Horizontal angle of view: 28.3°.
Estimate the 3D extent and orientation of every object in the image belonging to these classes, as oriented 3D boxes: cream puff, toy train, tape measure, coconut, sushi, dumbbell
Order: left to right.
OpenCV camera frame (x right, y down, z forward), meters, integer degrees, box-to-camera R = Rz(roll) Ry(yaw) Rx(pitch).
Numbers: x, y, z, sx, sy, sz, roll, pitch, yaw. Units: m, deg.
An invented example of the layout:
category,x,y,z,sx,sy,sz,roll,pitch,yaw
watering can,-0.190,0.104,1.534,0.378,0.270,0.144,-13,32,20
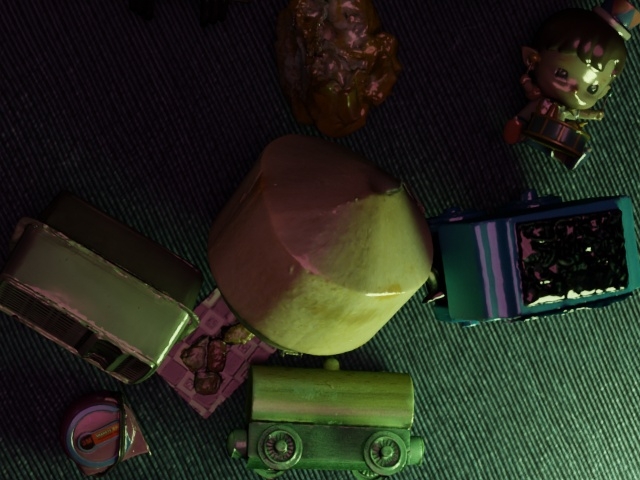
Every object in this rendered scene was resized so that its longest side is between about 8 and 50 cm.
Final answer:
category,x,y,z,sx,sy,sz,roll,pitch,yaw
tape measure,-0.329,0.290,1.905,0.118,0.074,0.125,-22,103,-12
dumbbell,-0.205,-0.365,1.855,0.208,0.099,0.099,6,94,-9
sushi,-0.151,0.161,1.942,0.201,0.031,0.139,-45,99,-3
coconut,0.000,0.000,1.809,0.323,0.323,0.323,-1,95,-9
toy train,0.007,0.281,1.948,0.307,0.126,0.190,4,63,-9
cream puff,0.030,-0.264,1.874,0.194,0.195,0.221,-12,84,-8
toy train,0.298,0.026,1.866,0.300,0.265,0.188,-10,94,-26

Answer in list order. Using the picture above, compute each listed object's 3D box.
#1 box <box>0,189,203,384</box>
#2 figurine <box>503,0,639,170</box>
category,x,y,z,sx,sy,sz,roll,pitch,yaw
box,-0.317,0.070,1.815,0.290,0.220,0.166,32,68,-10
figurine,0.384,-0.252,1.925,0.161,0.158,0.276,19,92,-19
